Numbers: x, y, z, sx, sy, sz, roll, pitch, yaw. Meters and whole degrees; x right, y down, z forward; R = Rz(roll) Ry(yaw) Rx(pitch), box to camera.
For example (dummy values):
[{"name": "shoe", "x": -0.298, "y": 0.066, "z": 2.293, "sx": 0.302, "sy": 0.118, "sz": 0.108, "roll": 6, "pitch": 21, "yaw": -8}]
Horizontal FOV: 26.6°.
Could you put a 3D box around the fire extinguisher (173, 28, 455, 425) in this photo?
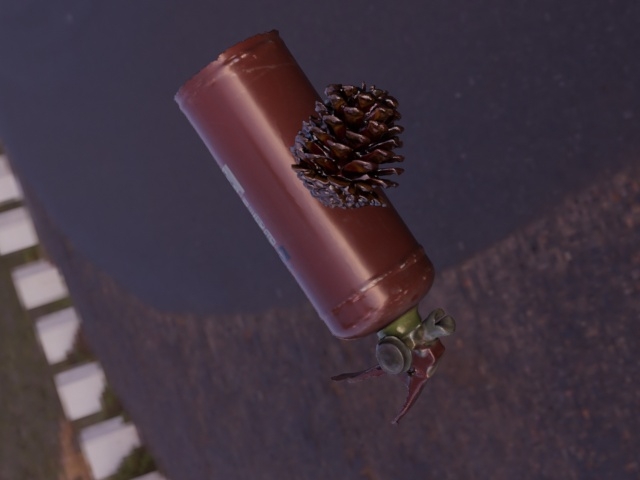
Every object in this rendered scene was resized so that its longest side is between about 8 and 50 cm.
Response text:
[{"name": "fire extinguisher", "x": 0.000, "y": 0.000, "z": 1.137, "sx": 0.147, "sy": 0.106, "sz": 0.337, "roll": -34, "pitch": 88, "yaw": 45}]

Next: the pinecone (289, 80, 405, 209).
[{"name": "pinecone", "x": 0.020, "y": -0.060, "z": 0.868, "sx": 0.083, "sy": 0.077, "sz": 0.077, "roll": -70, "pitch": 22, "yaw": 10}]
